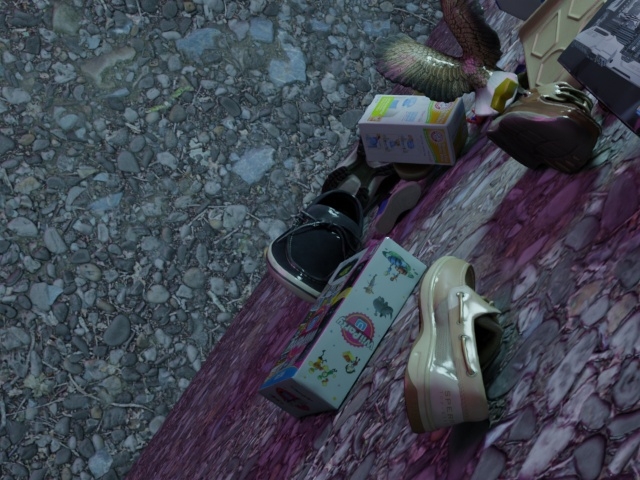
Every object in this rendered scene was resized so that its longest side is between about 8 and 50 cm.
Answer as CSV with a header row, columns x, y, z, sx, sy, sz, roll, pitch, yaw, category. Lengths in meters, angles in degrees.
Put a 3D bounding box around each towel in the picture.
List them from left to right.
x,y,z,sx,sy,sz,roll,pitch,yaw,category
0.384,-0.304,1.999,0.119,0.029,0.067,-51,8,8,towel

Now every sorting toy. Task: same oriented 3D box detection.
x,y,z,sx,sy,sz,roll,pitch,yaw,category
0.400,-0.315,1.688,0.307,0.041,0.229,-47,33,40,sorting toy

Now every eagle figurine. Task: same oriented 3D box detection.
x,y,z,sx,sy,sz,roll,pitch,yaw,category
0.270,-0.360,1.915,0.226,0.298,0.225,-56,9,-24,eagle figurine

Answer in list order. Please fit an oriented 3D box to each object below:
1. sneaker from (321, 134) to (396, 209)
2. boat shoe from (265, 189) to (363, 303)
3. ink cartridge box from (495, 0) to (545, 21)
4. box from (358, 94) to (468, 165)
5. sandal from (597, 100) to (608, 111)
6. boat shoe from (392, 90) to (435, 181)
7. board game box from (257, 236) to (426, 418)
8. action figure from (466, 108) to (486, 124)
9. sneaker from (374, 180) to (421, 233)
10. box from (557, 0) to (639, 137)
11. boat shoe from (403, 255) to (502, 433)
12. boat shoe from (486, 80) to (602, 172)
x,y,z,sx,sy,sz,roll,pitch,yaw,category
0.172,-0.228,2.592,0.410,0.158,0.182,-41,-5,37,sneaker
0.000,0.000,2.363,0.156,0.187,0.500,-56,0,23,boat shoe
0.491,-0.655,1.942,0.395,0.166,0.285,-52,-34,-3,ink cartridge box
0.201,-0.237,2.112,0.203,0.103,0.114,6,43,27,box
0.418,-0.255,1.440,0.090,0.060,0.219,-47,9,34,sandal
0.244,-0.230,2.277,0.341,0.122,0.110,-65,-21,-45,boat shoe
0.034,0.157,1.738,0.303,0.098,0.224,-57,8,-23,board game box
0.337,-0.268,2.133,0.038,0.030,0.115,-47,10,3,action figure
0.171,-0.090,2.186,0.152,0.058,0.084,-56,13,34,sneaker
0.431,-0.263,1.102,0.307,0.077,0.242,-50,25,19,box
0.168,0.114,1.162,0.098,0.109,0.302,-7,26,18,boat shoe
0.328,-0.176,1.413,0.116,0.123,0.324,-50,9,2,boat shoe
